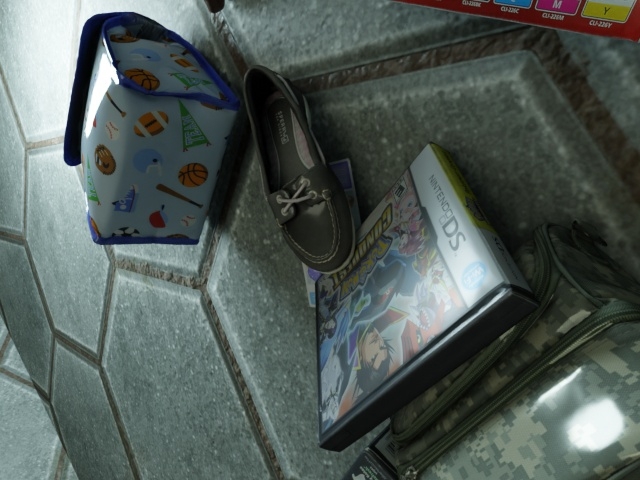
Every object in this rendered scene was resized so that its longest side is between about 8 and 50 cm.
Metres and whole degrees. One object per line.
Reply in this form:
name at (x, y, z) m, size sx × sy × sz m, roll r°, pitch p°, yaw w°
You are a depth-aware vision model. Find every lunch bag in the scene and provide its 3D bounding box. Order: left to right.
lunch bag at (-0.355, -0.229, 0.789) m, size 0.385 × 0.239 × 0.328 m, roll 57°, pitch 130°, yaw 37°
lunch bag at (0.208, 0.158, 0.388) m, size 0.256 × 0.213 × 0.305 m, roll -93°, pitch 28°, yaw -56°

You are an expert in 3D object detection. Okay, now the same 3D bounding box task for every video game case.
video game case at (0.075, 0.056, 0.453) m, size 0.275 × 0.035 × 0.248 m, roll -52°, pitch 24°, yaw 32°

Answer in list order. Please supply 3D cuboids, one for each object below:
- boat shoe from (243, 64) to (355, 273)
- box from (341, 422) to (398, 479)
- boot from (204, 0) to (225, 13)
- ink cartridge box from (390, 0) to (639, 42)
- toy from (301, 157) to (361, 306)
boat shoe at (-0.047, -0.110, 0.570) m, size 0.112 × 0.095 × 0.335 m, roll -28°, pitch 62°, yaw 22°
box at (0.099, 0.372, 0.550) m, size 0.143 × 0.165 × 0.270 m, roll 40°, pitch 121°, yaw 27°
boot at (-0.247, -0.536, 0.661) m, size 0.090 × 0.207 × 0.248 m, roll -25°, pitch 79°, yaw -1°
ink cartridge box at (0.170, -0.342, 0.332) m, size 0.309 × 0.130 × 0.272 m, roll 29°, pitch 129°, yaw 29°
toy at (0.000, 0.000, 0.638) m, size 0.137 × 0.056 × 0.237 m, roll -5°, pitch 95°, yaw 41°
